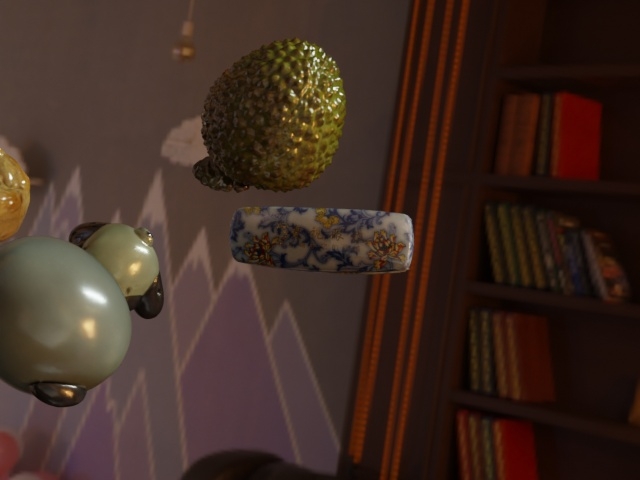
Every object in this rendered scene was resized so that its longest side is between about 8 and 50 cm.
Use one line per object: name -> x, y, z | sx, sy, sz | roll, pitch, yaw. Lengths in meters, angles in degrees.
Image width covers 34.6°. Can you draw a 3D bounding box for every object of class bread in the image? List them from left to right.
bread -> -0.645, -0.097, 1.888 | 0.134, 0.244, 0.244 | -44, -31, 25

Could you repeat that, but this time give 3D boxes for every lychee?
lychee -> -0.088, -0.213, 1.847 | 0.269, 0.320, 0.270 | 10, 25, -5

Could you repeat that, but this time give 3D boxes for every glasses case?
glasses case -> 0.000, 0.000, 1.352 | 0.247, 0.087, 0.065 | 2, -2, 13

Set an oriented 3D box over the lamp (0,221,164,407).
lamp -> -0.297, 0.073, 1.205 | 0.197, 0.198, 0.244 | 7, 30, 29
